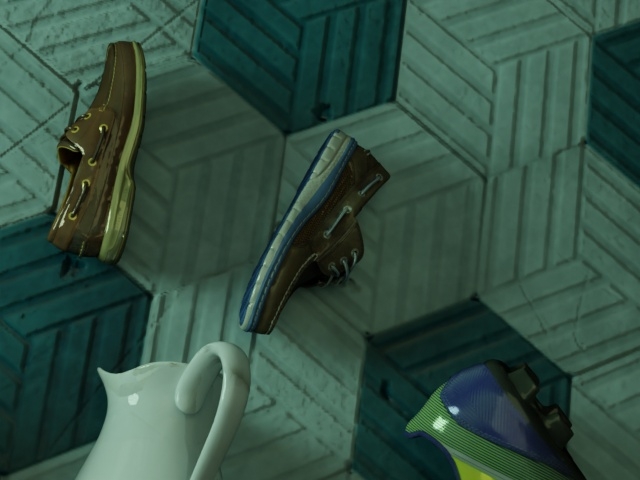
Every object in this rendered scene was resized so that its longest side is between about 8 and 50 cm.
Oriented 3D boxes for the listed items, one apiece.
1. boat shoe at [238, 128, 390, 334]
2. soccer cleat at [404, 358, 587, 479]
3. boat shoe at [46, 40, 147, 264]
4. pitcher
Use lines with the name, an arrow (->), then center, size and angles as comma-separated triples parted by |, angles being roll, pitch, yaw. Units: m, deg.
boat shoe -> 0.000, 0.000, 1.222 | 0.066, 0.066, 0.183 | 30, 65, -4
soccer cleat -> 0.169, 0.225, 1.184 | 0.121, 0.093, 0.289 | -33, 84, 8
boat shoe -> -0.165, -0.071, 1.207 | 0.060, 0.064, 0.178 | 10, 70, -13
pitcher -> -0.104, 0.176, 1.068 | 0.125, 0.178, 0.207 | 17, 65, -23
